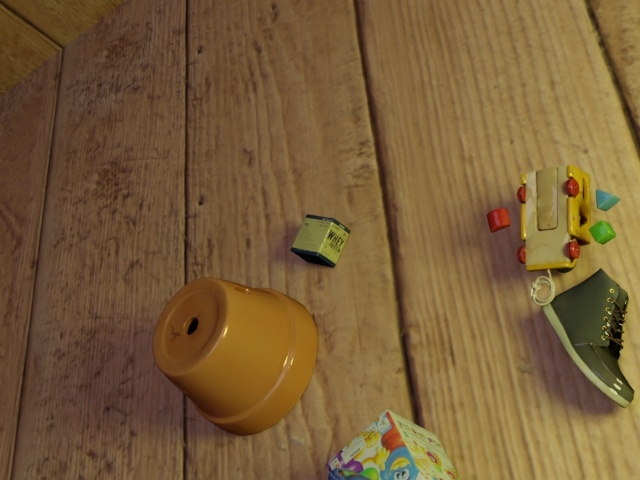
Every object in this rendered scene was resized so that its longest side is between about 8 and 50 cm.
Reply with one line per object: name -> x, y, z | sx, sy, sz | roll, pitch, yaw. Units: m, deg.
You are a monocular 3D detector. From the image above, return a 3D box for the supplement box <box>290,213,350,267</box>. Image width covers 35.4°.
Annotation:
supplement box -> 0.000, 0.000, 1.981 | 0.083, 0.056, 0.083 | 10, 71, 46

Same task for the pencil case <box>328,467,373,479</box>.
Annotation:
pencil case -> 0.030, 0.470, 1.381 | 0.133, 0.119, 0.306 | 19, 86, 6

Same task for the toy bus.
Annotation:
toy bus -> 0.381, -0.019, 1.595 | 0.202, 0.104, 0.191 | -53, 51, 18

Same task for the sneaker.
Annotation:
sneaker -> 0.420, 0.135, 1.473 | 0.118, 0.083, 0.222 | -41, 41, 14

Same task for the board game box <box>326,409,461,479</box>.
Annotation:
board game box -> 0.143, 0.417, 1.498 | 0.142, 0.144, 0.275 | -44, 41, 14

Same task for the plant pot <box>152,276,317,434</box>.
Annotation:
plant pot -> -0.178, 0.200, 1.904 | 0.290, 0.203, 0.291 | -23, 50, 30
